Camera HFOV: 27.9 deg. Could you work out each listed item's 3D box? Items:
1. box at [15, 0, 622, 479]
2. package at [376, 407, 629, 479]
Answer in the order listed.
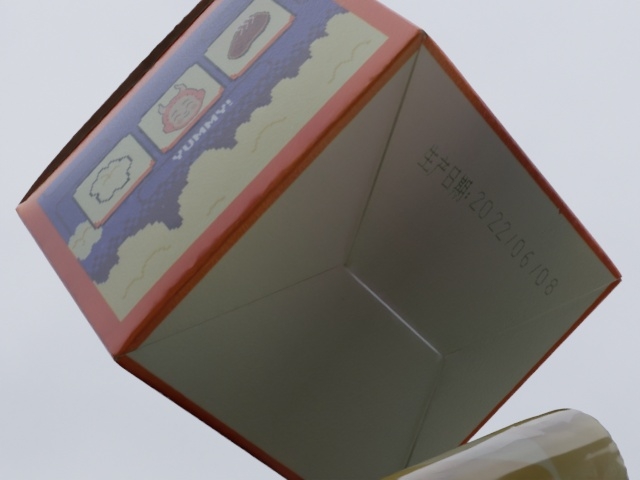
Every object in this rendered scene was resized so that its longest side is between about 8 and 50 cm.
[{"bbox_3d":[0.000,0.000,1.065,0.318,0.257,0.348,-48,-49,1],"label":"box"},{"bbox_3d":[-0.034,0.203,0.471,0.311,0.165,0.221,-13,-23,-33],"label":"package"}]
